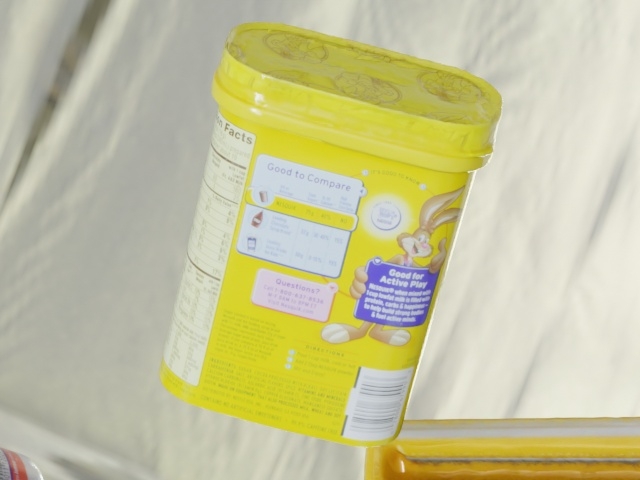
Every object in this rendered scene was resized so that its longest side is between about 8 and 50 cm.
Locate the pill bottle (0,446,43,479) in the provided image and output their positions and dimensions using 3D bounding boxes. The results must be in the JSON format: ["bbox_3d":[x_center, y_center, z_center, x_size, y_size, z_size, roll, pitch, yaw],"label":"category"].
[{"bbox_3d":[-0.267,0.153,1.147,0.193,0.108,0.108,20,-90,-30],"label":"pill bottle"}]

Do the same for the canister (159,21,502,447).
[{"bbox_3d":[0.000,0.000,0.896,0.073,0.126,0.170,-75,0,-65],"label":"canister"}]

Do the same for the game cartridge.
[{"bbox_3d":[0.224,0.124,1.035,0.324,0.285,0.052,16,-106,-56],"label":"game cartridge"}]
